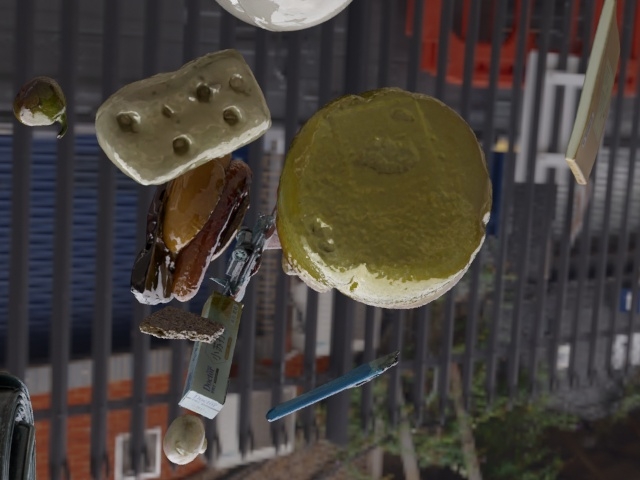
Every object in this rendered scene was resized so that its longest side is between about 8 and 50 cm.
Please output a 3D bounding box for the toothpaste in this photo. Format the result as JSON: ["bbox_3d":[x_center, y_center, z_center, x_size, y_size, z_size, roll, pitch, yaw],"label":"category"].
[{"bbox_3d":[-0.237,0.248,2.296,0.089,0.071,0.313,28,-143,-16],"label":"toothpaste"}]

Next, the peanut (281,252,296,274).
[{"bbox_3d":[0.000,-0.001,2.035,0.193,0.089,0.089,-38,-176,8],"label":"peanut"}]

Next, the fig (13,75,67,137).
[{"bbox_3d":[-0.454,-0.223,1.730,0.098,0.084,0.082,33,139,-16],"label":"fig"}]

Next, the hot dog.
[{"bbox_3d":[-0.188,-0.034,1.740,0.107,0.326,0.194,5,164,27],"label":"hot dog"}]

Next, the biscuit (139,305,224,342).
[{"bbox_3d":[-0.262,0.165,2.014,0.131,0.026,0.237,17,-176,3],"label":"biscuit"}]

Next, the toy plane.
[{"bbox_3d":[-0.180,0.059,2.401,0.104,0.326,0.223,33,-153,-17],"label":"toy plane"}]

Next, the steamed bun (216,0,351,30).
[{"bbox_3d":[-0.056,-0.519,1.640,0.334,0.374,0.334,5,-176,0],"label":"steamed bun"}]

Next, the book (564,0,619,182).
[{"bbox_3d":[0.473,-0.243,1.797,0.032,0.269,0.389,14,-179,17],"label":"book"}]

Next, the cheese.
[{"bbox_3d":[-0.210,-0.187,1.591,0.263,0.159,0.093,-28,-174,-18],"label":"cheese"}]

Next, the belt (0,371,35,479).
[{"bbox_3d":[-0.475,0.326,1.522,0.116,0.268,0.206,0,175,-3],"label":"belt"}]

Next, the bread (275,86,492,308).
[{"bbox_3d":[0.077,-0.050,1.238,0.269,0.270,0.148,2,172,-7],"label":"bread"}]

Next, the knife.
[{"bbox_3d":[0.025,0.289,2.058,0.296,0.026,0.044,-25,-149,7],"label":"knife"}]

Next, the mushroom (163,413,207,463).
[{"bbox_3d":[-0.219,0.326,1.712,0.067,0.084,0.083,22,179,-27],"label":"mushroom"}]
